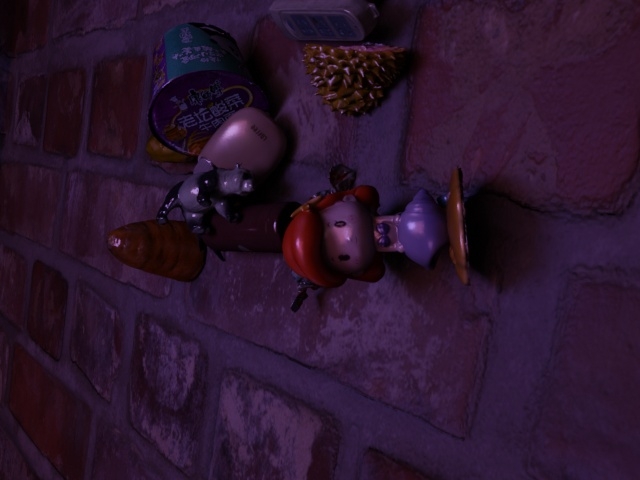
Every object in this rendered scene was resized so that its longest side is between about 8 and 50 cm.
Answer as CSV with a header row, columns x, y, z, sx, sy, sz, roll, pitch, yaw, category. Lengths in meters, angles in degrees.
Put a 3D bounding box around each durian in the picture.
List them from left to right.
x,y,z,sx,sy,sz,roll,pitch,yaw,category
0.048,-0.307,0.868,0.182,0.165,0.132,35,79,14,durian

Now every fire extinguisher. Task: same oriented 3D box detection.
x,y,z,sx,sy,sz,roll,pitch,yaw,category
-0.171,-0.010,1.059,0.344,0.102,0.138,-1,121,42,fire extinguisher

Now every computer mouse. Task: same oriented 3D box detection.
x,y,z,sx,sy,sz,roll,pitch,yaw,category
-0.173,-0.173,1.041,0.145,0.082,0.236,45,124,-11,computer mouse

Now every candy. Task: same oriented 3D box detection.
x,y,z,sx,sy,sz,roll,pitch,yaw,category
0.000,0.000,0.908,0.059,0.086,0.292,24,103,48,candy

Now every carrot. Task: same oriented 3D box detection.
x,y,z,sx,sy,sz,roll,pitch,yaw,category
-0.403,0.022,1.182,0.159,0.225,0.159,-3,85,37,carrot

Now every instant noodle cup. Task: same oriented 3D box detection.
x,y,z,sx,sy,sz,roll,pitch,yaw,category
-0.251,-0.330,1.061,0.251,0.251,0.190,-39,55,34,instant noodle cup

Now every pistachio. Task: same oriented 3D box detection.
x,y,z,sx,sy,sz,roll,pitch,yaw,category
-0.385,-0.248,1.252,0.189,0.110,0.100,15,130,41,pistachio

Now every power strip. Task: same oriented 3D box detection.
x,y,z,sx,sy,sz,roll,pitch,yaw,category
0.003,-0.407,0.899,0.286,0.080,0.048,29,81,47,power strip

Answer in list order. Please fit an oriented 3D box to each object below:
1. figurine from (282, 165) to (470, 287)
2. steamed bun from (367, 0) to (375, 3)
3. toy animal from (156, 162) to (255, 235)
x,y,z,sx,sy,sz,roll,pitch,yaw,category
0.089,-0.006,0.742,0.257,0.208,0.180,-3,128,16,figurine
0.058,-0.504,0.873,0.145,0.106,0.175,-46,73,24,steamed bun
-0.224,-0.090,0.997,0.225,0.094,0.121,-16,48,36,toy animal
